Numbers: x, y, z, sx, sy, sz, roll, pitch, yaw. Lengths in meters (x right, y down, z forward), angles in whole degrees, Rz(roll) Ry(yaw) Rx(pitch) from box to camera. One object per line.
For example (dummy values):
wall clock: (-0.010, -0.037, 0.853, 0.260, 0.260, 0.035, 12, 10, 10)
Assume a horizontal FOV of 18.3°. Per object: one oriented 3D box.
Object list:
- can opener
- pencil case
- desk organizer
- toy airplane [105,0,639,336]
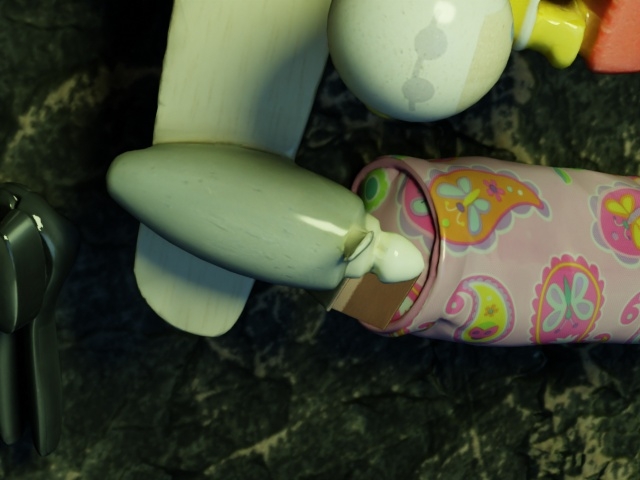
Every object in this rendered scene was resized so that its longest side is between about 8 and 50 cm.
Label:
can opener: (-0.177, 0.049, 1.164, 0.073, 0.059, 0.186, -39, 146, -42)
pencil case: (0.152, 0.010, 1.303, 0.284, 0.124, 0.124, 2, 115, -33)
desk organizer: (0.000, 0.000, 1.193, 0.050, 0.130, 0.047, 25, 101, -41)
toy airplane: (0.004, -0.157, 0.980, 0.384, 0.272, 0.386, -29, 127, 6)
